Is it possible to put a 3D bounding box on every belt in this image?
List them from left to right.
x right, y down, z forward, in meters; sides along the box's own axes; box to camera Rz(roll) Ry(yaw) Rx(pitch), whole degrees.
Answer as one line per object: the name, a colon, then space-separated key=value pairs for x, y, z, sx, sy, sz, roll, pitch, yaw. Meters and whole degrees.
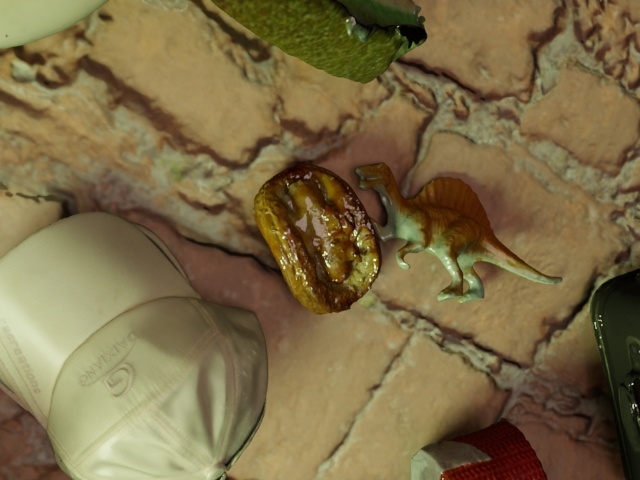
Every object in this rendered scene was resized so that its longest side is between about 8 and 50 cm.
belt: x=0.153 y=0.285 z=0.779 sx=0.124 sy=0.128 sz=0.200 roll=-13 pitch=99 yaw=-16

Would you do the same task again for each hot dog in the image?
hot dog: x=-0.002 y=0.001 z=0.744 sx=0.099 sy=0.065 sz=0.147 roll=-28 pitch=100 yaw=-20

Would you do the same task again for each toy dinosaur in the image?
toy dinosaur: x=0.134 y=-0.009 z=0.798 sx=0.212 sy=0.057 sz=0.142 roll=-2 pitch=76 yaw=-28

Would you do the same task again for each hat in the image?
hat: x=-0.166 y=0.095 z=0.667 sx=0.219 sy=0.164 sz=0.226 roll=-42 pitch=126 yaw=-11

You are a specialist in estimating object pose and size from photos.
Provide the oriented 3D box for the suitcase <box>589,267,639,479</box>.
suitcase: x=0.499 y=0.115 z=0.831 sx=0.434 sy=0.194 sz=0.283 roll=-17 pitch=99 yaw=-14

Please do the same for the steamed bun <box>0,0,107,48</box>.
steamed bun: x=-0.266 y=-0.285 z=0.493 sx=0.374 sy=0.334 sz=0.334 roll=32 pitch=84 yaw=21

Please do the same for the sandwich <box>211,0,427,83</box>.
sandwich: x=-0.039 y=-0.294 z=0.669 sx=0.250 sy=0.162 sz=0.301 roll=12 pitch=73 yaw=-48
